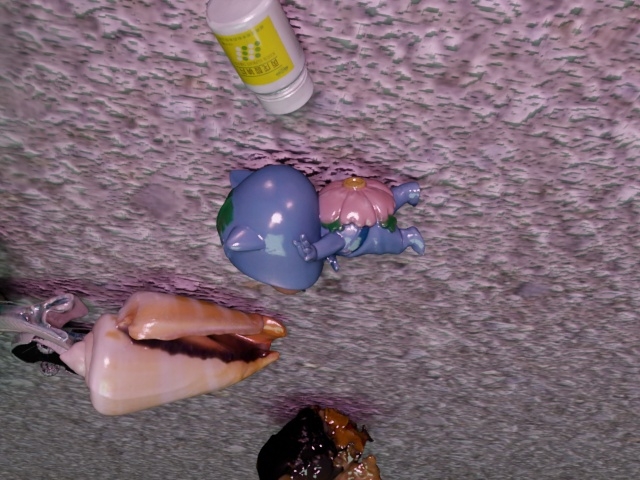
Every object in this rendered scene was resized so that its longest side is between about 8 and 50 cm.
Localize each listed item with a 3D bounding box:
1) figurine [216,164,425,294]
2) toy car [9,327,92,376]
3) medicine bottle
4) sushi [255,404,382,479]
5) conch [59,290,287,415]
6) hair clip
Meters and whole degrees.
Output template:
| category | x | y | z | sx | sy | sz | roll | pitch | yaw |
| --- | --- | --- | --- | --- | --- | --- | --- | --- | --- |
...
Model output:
| category | x | y | z | sx | sy | sz | roll | pitch | yaw |
| --- | --- | --- | --- | --- | --- | --- | --- | --- | --- |
| figurine | -0.001 | -0.002 | 0.568 | 0.178 | 0.114 | 0.144 | -4 | 148 | -5 |
| toy car | -0.307 | 0.154 | 0.860 | 0.205 | 0.056 | 0.095 | 15 | 145 | -11 |
| medicine bottle | -0.037 | -0.127 | 0.425 | 0.047 | 0.047 | 0.083 | -10 | 143 | 18 |
| sushi | -0.008 | 0.382 | 1.066 | 0.200 | 0.204 | 0.213 | -13 | 112 | -12 |
| conch | -0.179 | 0.123 | 0.775 | 0.255 | 0.127 | 0.158 | 1 | 118 | -35 |
| hair clip | -0.389 | 0.080 | 0.742 | 0.219 | 0.071 | 0.159 | 2 | 144 | 3 |
